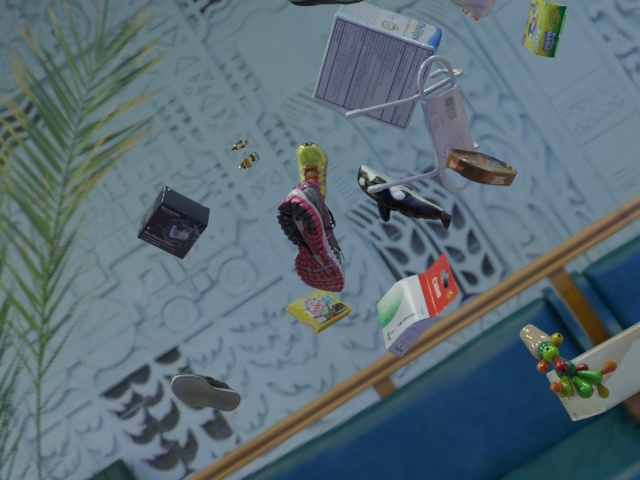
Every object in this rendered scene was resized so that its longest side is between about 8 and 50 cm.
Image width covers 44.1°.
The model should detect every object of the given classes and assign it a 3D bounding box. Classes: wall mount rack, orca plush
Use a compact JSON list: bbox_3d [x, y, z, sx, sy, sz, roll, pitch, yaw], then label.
[{"bbox_3d":[0.240,-0.265,1.933,0.304,0.350,0.130,-30,27,-23],"label":"wall mount rack"},{"bbox_3d":[0.206,-0.091,2.085,0.102,0.287,0.151,-64,-11,14],"label":"orca plush"}]

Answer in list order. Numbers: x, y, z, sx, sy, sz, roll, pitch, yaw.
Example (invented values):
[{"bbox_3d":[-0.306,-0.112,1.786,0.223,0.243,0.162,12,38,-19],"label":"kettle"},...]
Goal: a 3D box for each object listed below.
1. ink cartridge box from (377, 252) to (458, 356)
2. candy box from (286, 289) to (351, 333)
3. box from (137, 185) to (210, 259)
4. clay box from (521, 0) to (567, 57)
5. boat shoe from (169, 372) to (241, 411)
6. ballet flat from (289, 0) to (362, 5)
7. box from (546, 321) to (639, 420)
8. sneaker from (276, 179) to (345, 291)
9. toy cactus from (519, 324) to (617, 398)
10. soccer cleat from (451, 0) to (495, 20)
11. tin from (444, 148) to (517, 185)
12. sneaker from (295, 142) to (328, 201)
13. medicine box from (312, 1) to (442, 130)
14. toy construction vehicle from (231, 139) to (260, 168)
[{"bbox_3d":[0.230,0.145,1.917,0.225,0.056,0.181,-54,22,25],"label":"ink cartridge box"},{"bbox_3d":[-0.002,0.185,2.101,0.206,0.105,0.027,-20,-40,-64],"label":"candy box"},{"bbox_3d":[-0.435,-0.052,2.341,0.158,0.156,0.093,-49,25,29],"label":"box"},{"bbox_3d":[0.565,-0.541,1.998,0.053,0.128,0.222,9,22,0],"label":"clay box"},{"bbox_3d":[-0.321,0.406,2.140,0.068,0.227,0.081,29,90,51],"label":"boat shoe"},{"bbox_3d":[0.028,-0.508,1.599,0.203,0.074,0.074,5,20,29],"label":"ballet flat"},{"bbox_3d":[0.679,0.270,1.754,0.311,0.121,0.148,-23,-15,-22],"label":"box"},{"bbox_3d":[0.000,0.000,1.821,0.120,0.299,0.112,4,42,26],"label":"sneaker"},{"bbox_3d":[0.446,0.218,1.474,0.219,0.180,0.112,24,-72,-44],"label":"toy cactus"},{"bbox_3d":[0.301,-0.564,1.755,0.076,0.196,0.068,-57,20,21],"label":"soccer cleat"},{"bbox_3d":[0.336,-0.151,1.651,0.189,0.106,0.040,0,-64,-46],"label":"tin"},{"bbox_3d":[-0.017,-0.153,2.010,0.081,0.209,0.094,-5,40,7],"label":"sneaker"},{"bbox_3d":[0.155,-0.487,2.187,0.149,0.289,0.264,-70,-1,-51],"label":"medicine box"},{"bbox_3d":[-0.228,-0.254,2.345,0.035,0.086,0.098,-34,14,-35],"label":"toy construction vehicle"}]
